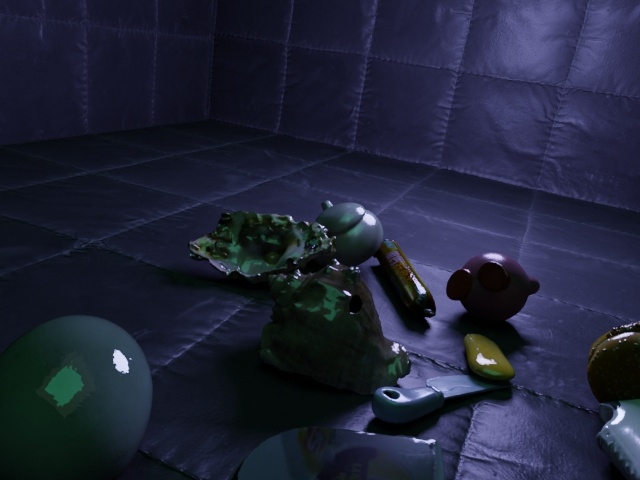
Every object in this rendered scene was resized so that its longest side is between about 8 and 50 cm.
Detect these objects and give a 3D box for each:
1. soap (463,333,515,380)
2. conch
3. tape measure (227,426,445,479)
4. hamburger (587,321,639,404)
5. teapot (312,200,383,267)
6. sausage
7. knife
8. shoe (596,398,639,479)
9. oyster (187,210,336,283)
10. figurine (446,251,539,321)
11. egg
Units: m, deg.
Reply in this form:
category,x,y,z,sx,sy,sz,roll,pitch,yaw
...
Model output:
category,x,y,z,sx,sy,sz,roll,pitch,yaw
soap,0.338,0.237,1.119,0.089,0.033,0.168,13,15,5
conch,0.015,0.153,1.044,0.324,0.186,0.263,19,40,30
tape measure,0.017,0.323,0.613,0.262,0.138,0.259,11,19,9
hamburger,0.581,0.235,0.992,0.182,0.191,0.118,32,24,9
teapot,0.023,0.007,1.476,0.220,0.149,0.318,5,36,42
sausage,0.212,0.099,1.399,0.082,0.082,0.371,4,21,-11
knife,0.219,0.269,0.996,0.331,0.044,0.080,0,13,-38
shoe,0.486,0.338,0.852,0.110,0.095,0.265,-5,18,29
oyster,-0.139,0.027,1.366,0.355,0.107,0.201,5,47,10
figurine,0.410,0.111,1.319,0.173,0.173,0.173,7,20,-3
egg,-0.318,0.207,0.700,0.203,0.202,0.282,3,25,-14
